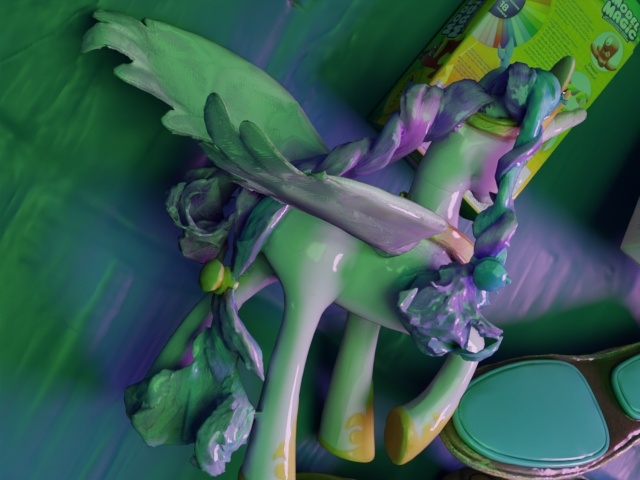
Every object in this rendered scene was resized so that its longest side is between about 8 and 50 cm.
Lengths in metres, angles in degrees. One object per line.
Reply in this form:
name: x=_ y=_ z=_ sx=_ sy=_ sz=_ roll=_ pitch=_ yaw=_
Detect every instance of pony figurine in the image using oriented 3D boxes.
pony figurine: x=0.000 y=0.000 z=1.046 sx=0.351 sy=0.303 sz=0.363 roll=13 pitch=110 yaw=-34

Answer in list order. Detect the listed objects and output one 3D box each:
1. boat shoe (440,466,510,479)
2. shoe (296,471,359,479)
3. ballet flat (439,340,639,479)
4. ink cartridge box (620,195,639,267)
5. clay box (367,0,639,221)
boat shoe: x=0.111 y=0.367 z=1.226 sx=0.130 sy=0.132 sz=0.355 roll=26 pitch=90 yaw=-27
shoe: x=0.041 y=0.226 z=1.159 sx=0.219 sy=0.058 sz=0.076 roll=2 pitch=68 yaw=14
ballet flat: x=0.215 y=0.149 z=1.242 sx=0.316 sy=0.106 sz=0.107 roll=-6 pitch=67 yaw=-29
ink cartridge box: x=0.393 y=-0.051 z=1.217 sx=0.168 sy=0.171 sz=0.232 roll=38 pitch=64 yaw=-27
clay box: x=0.155 y=-0.137 z=1.189 sx=0.127 sy=0.053 sz=0.222 roll=44 pitch=79 yaw=-25
